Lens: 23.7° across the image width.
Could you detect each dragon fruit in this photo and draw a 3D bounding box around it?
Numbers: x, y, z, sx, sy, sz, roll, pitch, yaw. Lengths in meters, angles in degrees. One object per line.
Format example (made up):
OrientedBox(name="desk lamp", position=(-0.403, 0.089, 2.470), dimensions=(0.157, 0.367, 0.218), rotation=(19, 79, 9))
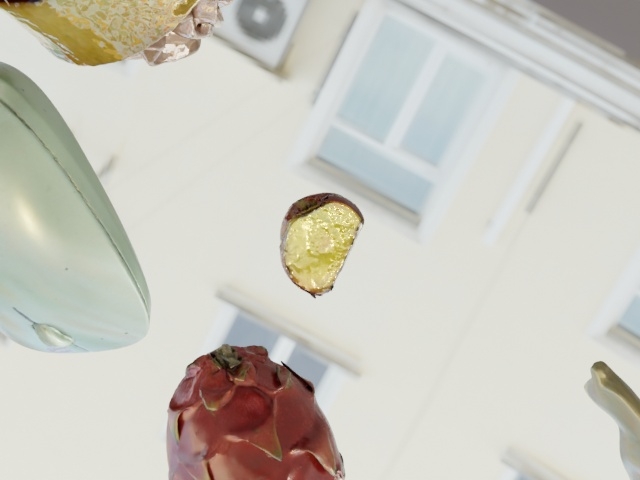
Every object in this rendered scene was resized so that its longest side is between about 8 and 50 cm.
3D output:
OrientedBox(name="dragon fruit", position=(-0.022, 0.145, 0.804), dimensions=(0.094, 0.094, 0.190), rotation=(-26, -88, -59))

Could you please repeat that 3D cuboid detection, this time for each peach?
OrientedBox(name="peach", position=(0.000, 0.000, 1.261), dimensions=(0.077, 0.083, 0.050), rotation=(-24, -152, -8))

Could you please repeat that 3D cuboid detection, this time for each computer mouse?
OrientedBox(name="computer mouse", position=(-0.240, -0.011, 1.148), dimensions=(0.159, 0.288, 0.097), rotation=(-7, -146, 23))

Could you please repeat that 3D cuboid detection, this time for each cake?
OrientedBox(name="cake", position=(-0.143, -0.208, 1.103), dimensions=(0.207, 0.185, 0.178), rotation=(11, 159, 31))

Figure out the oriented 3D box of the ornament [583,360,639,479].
OrientedBox(name="ornament", position=(0.393, 0.255, 1.748), dimensions=(0.230, 0.061, 0.245), rotation=(40, 163, 44))
